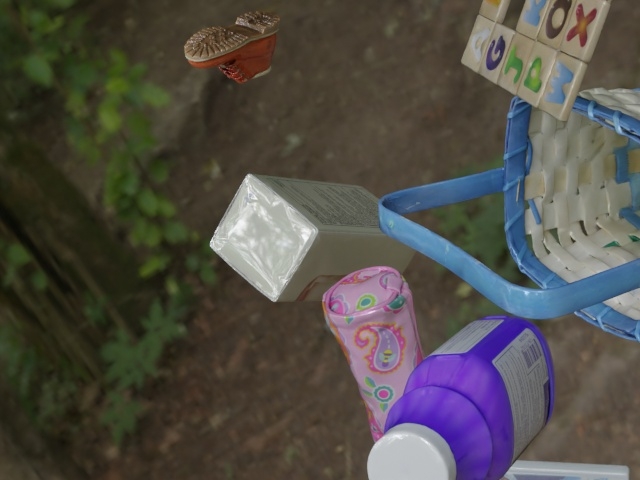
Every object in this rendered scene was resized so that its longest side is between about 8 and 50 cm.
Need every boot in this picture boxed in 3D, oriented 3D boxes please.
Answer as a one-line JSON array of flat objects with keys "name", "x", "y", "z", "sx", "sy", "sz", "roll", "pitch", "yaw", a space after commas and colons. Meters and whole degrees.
[{"name": "boot", "x": -0.111, "y": -0.231, "z": 1.732, "sx": 0.059, "sy": 0.085, "sz": 0.158, "roll": 29, "pitch": 36, "yaw": 30}]

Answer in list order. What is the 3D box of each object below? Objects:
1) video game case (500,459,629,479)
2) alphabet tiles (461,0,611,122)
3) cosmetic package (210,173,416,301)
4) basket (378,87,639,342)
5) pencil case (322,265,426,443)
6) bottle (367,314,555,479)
[{"name": "video game case", "x": 0.299, "y": 0.368, "z": 1.794, "sx": 0.201, "sy": 0.183, "sz": 0.023, "roll": 1, "pitch": 29, "yaw": 10}, {"name": "alphabet tiles", "x": 0.168, "y": -0.214, "z": 0.929, "sx": 0.009, "sy": 0.237, "sz": 0.198, "roll": 14, "pitch": 14, "yaw": -17}, {"name": "cosmetic package", "x": 0.000, "y": 0.000, "z": 1.999, "sx": 0.153, "sy": 0.296, "sz": 0.129, "roll": 41, "pitch": 110, "yaw": 29}, {"name": "basket", "x": 0.225, "y": -0.019, "z": 1.160, "sx": 0.288, "sy": 0.201, "sz": 0.255, "roll": -11, "pitch": 25, "yaw": -23}, {"name": "pencil case", "x": 0.098, "y": 0.175, "z": 1.779, "sx": 0.124, "sy": 0.284, "sz": 0.124, "roll": -18, "pitch": 25, "yaw": 8}, {"name": "bottle", "x": 0.121, "y": 0.148, "z": 1.151, "sx": 0.092, "sy": 0.118, "sz": 0.283, "roll": -5, "pitch": 10, "yaw": 25}]
